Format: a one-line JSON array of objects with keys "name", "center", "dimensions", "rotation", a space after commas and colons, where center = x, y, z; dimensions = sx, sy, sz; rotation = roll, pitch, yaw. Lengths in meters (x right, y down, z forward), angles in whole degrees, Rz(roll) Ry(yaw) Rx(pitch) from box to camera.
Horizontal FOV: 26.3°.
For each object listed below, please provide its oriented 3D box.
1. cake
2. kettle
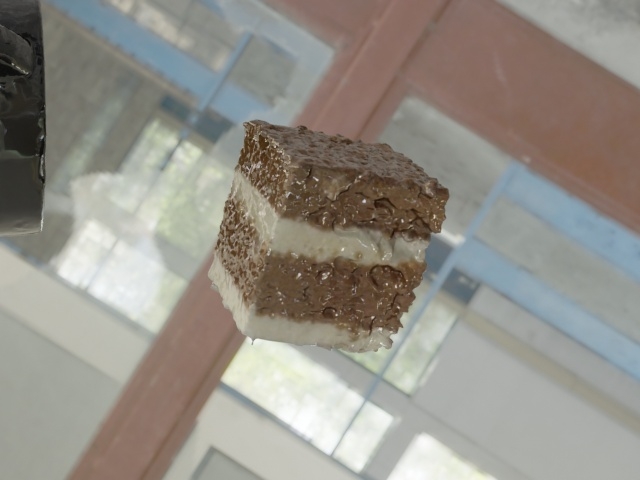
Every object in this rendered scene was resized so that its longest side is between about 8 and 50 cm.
[{"name": "cake", "center": [0.000, 0.000, 1.009], "dimensions": [0.135, 0.147, 0.134], "rotation": [11, -166, -23]}, {"name": "kettle", "center": [-0.357, -0.099, 1.081], "dimensions": [0.271, 0.207, 0.251], "rotation": [-1, -165, -13]}]
